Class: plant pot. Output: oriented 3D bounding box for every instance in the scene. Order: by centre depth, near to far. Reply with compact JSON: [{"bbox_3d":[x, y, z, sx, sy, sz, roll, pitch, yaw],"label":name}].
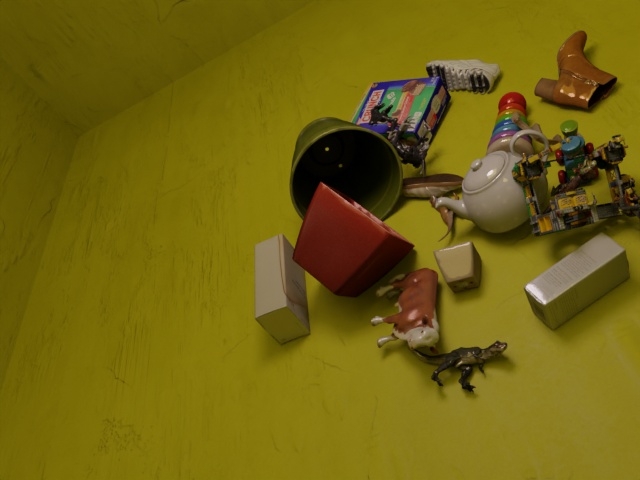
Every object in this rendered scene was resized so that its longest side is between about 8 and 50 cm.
[{"bbox_3d":[0.381,0.080,1.613,0.108,0.109,0.096,-17,57,21],"label":"plant pot"},{"bbox_3d":[0.076,0.019,1.728,0.267,0.267,0.236,39,98,22],"label":"plant pot"},{"bbox_3d":[0.055,-0.259,2.007,0.366,0.367,0.353,-31,29,6],"label":"plant pot"}]

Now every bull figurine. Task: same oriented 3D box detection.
[{"bbox_3d":[0.238,0.194,1.582,0.188,0.101,0.310,-13,31,26],"label":"bull figurine"}]

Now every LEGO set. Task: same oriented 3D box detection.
[{"bbox_3d":[0.653,-0.136,1.452,0.331,0.192,0.255,-3,85,-2],"label":"LEGO set"}]

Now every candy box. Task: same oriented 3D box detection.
[{"bbox_3d":[0.278,-0.460,2.174,0.317,0.122,0.268,6,60,41],"label":"candy box"}]

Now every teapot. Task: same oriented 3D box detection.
[{"bbox_3d":[0.492,-0.161,1.646,0.256,0.187,0.252,-56,22,-21],"label":"teapot"}]

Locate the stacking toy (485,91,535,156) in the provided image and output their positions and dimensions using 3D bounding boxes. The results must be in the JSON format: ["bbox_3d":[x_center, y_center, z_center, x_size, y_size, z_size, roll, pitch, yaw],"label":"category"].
[{"bbox_3d":[0.597,-0.357,1.861,0.141,0.141,0.330,-10,42,27],"label":"stacking toy"}]

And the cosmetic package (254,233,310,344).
[{"bbox_3d":[-0.124,0.148,1.853,0.113,0.160,0.310,-23,43,14],"label":"cosmetic package"}]

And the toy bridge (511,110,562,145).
[{"bbox_3d":[0.644,-0.321,1.756,0.026,0.188,0.063,-49,28,42],"label":"toy bridge"}]

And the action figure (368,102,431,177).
[{"bbox_3d":[0.279,-0.340,1.922,0.141,0.164,0.276,-46,69,19],"label":"action figure"}]

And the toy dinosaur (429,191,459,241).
[{"bbox_3d":[0.391,-0.077,1.797,0.112,0.064,0.212,-44,28,22],"label":"toy dinosaur"}]

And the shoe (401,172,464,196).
[{"bbox_3d":[0.360,-0.174,1.908,0.218,0.058,0.076,0,32,30],"label":"shoe"}]

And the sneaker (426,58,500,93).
[{"bbox_3d":[0.525,-0.620,2.187,0.292,0.110,0.118,25,60,37],"label":"sneaker"}]

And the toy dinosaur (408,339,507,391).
[{"bbox_3d":[0.333,0.307,1.460,0.268,0.064,0.118,-10,39,33],"label":"toy dinosaur"}]

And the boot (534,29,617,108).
[{"bbox_3d":[0.849,-0.541,1.889,0.211,0.104,0.295,28,76,41],"label":"boot"}]

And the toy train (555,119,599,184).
[{"bbox_3d":[0.718,-0.288,1.690,0.105,0.143,0.248,-11,46,26],"label":"toy train"}]

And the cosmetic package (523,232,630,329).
[{"bbox_3d":[0.614,0.098,1.416,0.231,0.117,0.085,-35,42,-1],"label":"cosmetic package"}]
